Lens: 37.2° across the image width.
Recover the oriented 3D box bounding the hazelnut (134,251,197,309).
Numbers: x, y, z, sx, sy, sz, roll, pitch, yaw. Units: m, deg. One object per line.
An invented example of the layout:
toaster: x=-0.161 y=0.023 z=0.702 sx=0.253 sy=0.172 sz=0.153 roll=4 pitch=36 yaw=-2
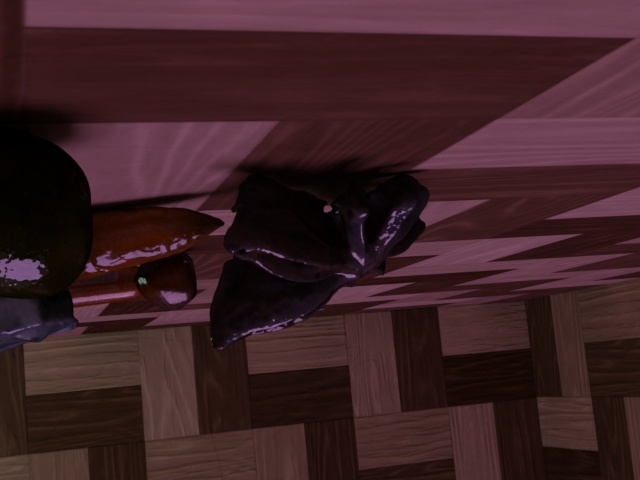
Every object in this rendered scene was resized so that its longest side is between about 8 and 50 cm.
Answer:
hazelnut: x=-0.196 y=0.051 z=1.225 sx=0.086 sy=0.086 sz=0.086 roll=-5 pitch=172 yaw=-1

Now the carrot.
carrot: x=-0.187 y=0.001 z=0.893 sx=0.205 sy=0.072 sz=0.072 roll=-9 pitch=172 yaw=15

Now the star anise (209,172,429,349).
star anise: x=-0.003 y=0.001 z=0.866 sx=0.257 sy=0.110 sz=0.198 roll=-19 pitch=158 yaw=-41

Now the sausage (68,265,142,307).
sausage: x=-0.401 y=0.075 z=1.320 sx=0.348 sy=0.053 sz=0.053 roll=-8 pitch=172 yaw=-1

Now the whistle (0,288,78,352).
whistle: x=-0.425 y=0.095 z=0.817 sx=0.405 sy=0.188 sz=0.168 roll=11 pitch=170 yaw=-5

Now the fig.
fig: x=-0.229 y=-0.024 z=0.594 sx=0.177 sy=0.117 sz=0.117 roll=13 pitch=169 yaw=-11
